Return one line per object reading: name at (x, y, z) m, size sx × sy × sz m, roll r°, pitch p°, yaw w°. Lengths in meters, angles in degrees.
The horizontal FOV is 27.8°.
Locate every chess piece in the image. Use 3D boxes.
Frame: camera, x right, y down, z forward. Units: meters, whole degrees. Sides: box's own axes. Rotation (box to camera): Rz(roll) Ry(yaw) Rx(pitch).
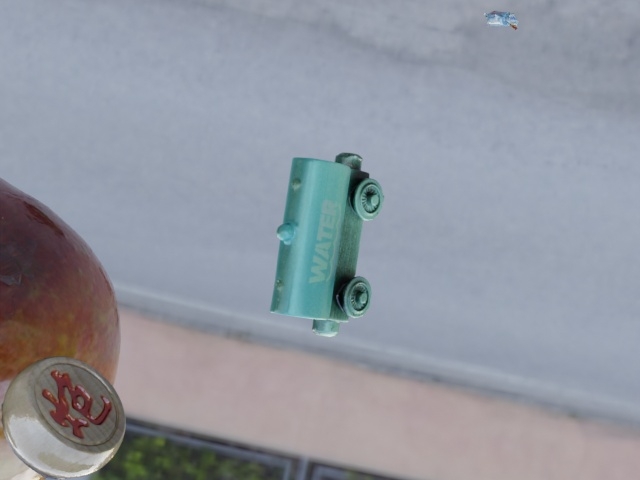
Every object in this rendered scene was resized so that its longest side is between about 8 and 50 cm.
chess piece at (-0.170, 0.117, 0.856) m, size 0.084 × 0.083 × 0.038 m, roll 23°, pitch 129°, yaw -31°

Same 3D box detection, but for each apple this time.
apple at (-0.273, 0.041, 1.007) m, size 0.293 × 0.251 × 0.163 m, roll 44°, pitch 131°, yaw -4°

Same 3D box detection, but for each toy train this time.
toy train at (0.000, 0.000, 1.703) m, size 0.101 × 0.248 × 0.159 m, roll 5°, pitch 175°, yaw 41°

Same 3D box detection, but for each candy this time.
candy at (0.262, -0.317, 1.869) m, size 0.020 × 0.030 × 0.083 m, roll -26°, pitch -164°, yaw -18°
